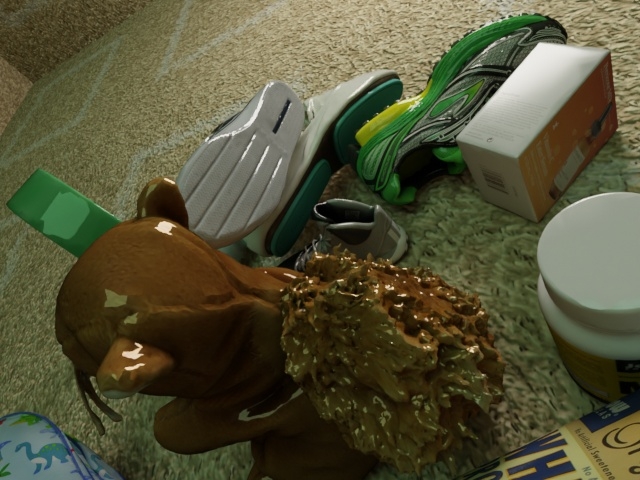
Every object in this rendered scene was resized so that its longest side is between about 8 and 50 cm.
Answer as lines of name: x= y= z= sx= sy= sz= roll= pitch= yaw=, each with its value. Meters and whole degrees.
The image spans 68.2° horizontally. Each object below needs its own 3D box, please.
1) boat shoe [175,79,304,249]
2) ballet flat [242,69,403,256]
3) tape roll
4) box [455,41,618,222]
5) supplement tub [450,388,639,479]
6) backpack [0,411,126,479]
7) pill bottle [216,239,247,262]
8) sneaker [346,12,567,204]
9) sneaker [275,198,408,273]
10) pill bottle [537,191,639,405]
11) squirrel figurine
boat shoe: x=-0.115 y=-0.097 z=0.658 sx=0.119 sy=0.121 sz=0.335 roll=-29 pitch=25 yaw=38
ballet flat: x=-0.014 y=-0.155 z=0.783 sx=0.139 sy=0.139 sz=0.400 roll=20 pitch=68 yaw=43
tape roll: x=-0.346 y=0.009 z=0.792 sx=0.321 sy=0.321 sz=0.077 roll=21 pitch=71 yaw=43
box: x=0.273 y=-0.134 z=0.590 sx=0.170 sy=0.130 sz=0.091 roll=-49 pitch=43 yaw=-4
supplement tub: x=0.213 y=0.227 z=0.290 sx=0.316 sy=0.228 sz=0.228 roll=-33 pitch=45 yaw=11
backpack: x=-0.356 y=0.386 z=0.581 sx=0.290 sy=0.273 sz=0.355 roll=-38 pitch=26 yaw=-22
pill bottle: x=-0.135 y=-0.053 z=0.844 sx=0.103 sy=0.103 sz=0.184 roll=12 pitch=65 yaw=41
sneaker: x=0.209 y=-0.175 z=0.689 sx=0.343 sy=0.134 sz=0.146 roll=-40 pitch=50 yaw=16
sneaker: x=0.000 y=0.000 z=0.685 sx=0.228 sy=0.132 sz=0.086 roll=-22 pitch=48 yaw=21
pill bottle: x=0.255 y=0.059 z=0.400 sx=0.119 sy=0.208 sz=0.119 roll=-20 pitch=49 yaw=24
squirrel figurine: x=-0.031 y=0.091 z=0.466 sx=0.397 sy=0.370 sz=0.281 roll=-15 pitch=50 yaw=27
